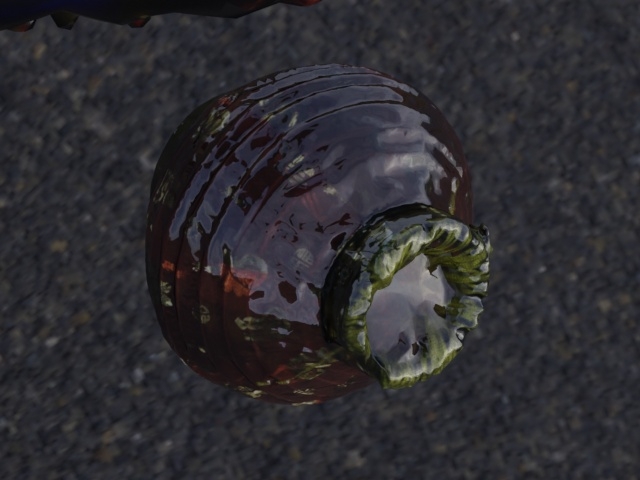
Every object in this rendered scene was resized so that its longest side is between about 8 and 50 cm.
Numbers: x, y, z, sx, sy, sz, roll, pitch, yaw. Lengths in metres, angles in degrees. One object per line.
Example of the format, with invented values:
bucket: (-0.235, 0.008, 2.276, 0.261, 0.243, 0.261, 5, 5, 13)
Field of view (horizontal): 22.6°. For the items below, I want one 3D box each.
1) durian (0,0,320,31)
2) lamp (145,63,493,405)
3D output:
durian: (-0.057, -0.218, 0.416, 0.385, 0.347, 0.347, -10, 77, -13)
lamp: (0.000, 0.000, 1.055, 0.247, 0.247, 0.247, 12, 67, -28)
